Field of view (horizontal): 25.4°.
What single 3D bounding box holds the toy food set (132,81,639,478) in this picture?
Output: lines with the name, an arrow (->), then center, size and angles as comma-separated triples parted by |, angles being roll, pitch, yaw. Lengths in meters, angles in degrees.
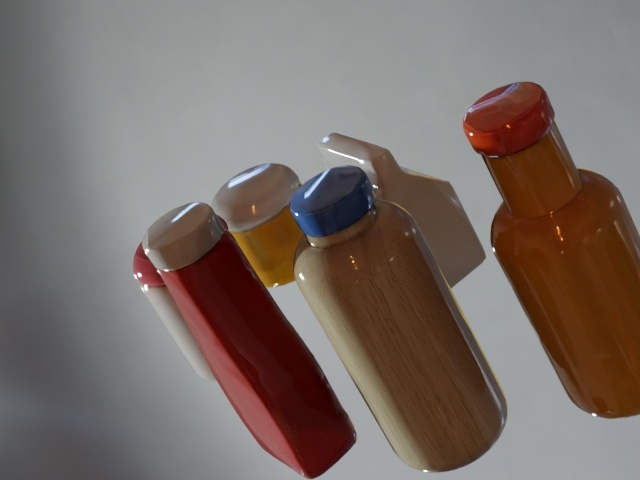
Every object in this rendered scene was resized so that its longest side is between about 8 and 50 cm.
toy food set -> 0.000, 0.000, 0.476 | 0.232, 0.111, 0.104 | 25, 148, 57
